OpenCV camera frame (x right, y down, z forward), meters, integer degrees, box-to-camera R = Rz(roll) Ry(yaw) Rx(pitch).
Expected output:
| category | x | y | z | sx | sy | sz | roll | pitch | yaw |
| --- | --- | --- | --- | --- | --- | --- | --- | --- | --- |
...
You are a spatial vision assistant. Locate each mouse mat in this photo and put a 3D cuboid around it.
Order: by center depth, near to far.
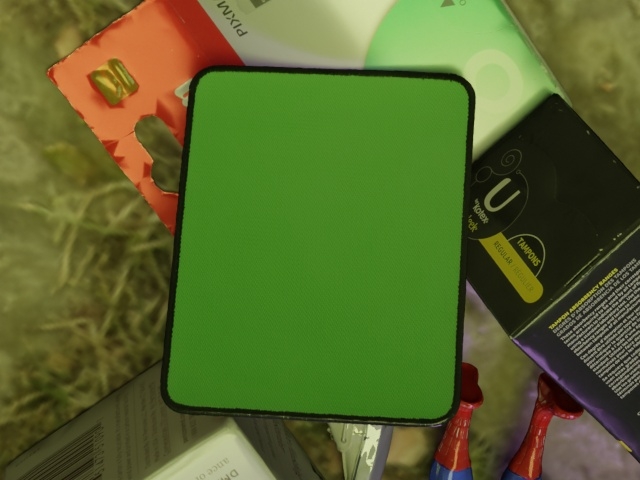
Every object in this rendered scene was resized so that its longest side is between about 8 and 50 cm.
| category | x | y | z | sx | sy | sz | roll | pitch | yaw |
| --- | --- | --- | --- | --- | --- | --- | --- | --- | --- |
| mouse mat | 0.000 | 0.000 | 0.997 | 0.152 | 0.007 | 0.190 | 3 | 73 | 5 |

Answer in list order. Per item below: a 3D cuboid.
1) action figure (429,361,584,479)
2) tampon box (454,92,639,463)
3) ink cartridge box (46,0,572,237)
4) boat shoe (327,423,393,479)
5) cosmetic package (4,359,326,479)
| category | x | y | z | sx | sy | sz | roll | pitch | yaw |
| --- | --- | --- | --- | --- | --- | --- | --- | --- | --- |
| action figure | 0.086 | 0.226 | 1.106 | 0.091 | 0.139 | 0.280 | 7 | 114 | -8 |
| tampon box | 0.152 | 0.026 | 1.037 | 0.101 | 0.120 | 0.161 | -42 | 129 | 7 |
| ink cartridge box | -0.006 | -0.083 | 1.047 | 0.224 | 0.056 | 0.181 | -36 | 107 | 4 |
| boat shoe | 0.021 | 0.106 | 1.121 | 0.035 | 0.035 | 0.100 | 14 | 111 | 18 |
| cosmetic package | -0.064 | 0.181 | 1.070 | 0.151 | 0.151 | 0.184 | -34 | 109 | 4 |
